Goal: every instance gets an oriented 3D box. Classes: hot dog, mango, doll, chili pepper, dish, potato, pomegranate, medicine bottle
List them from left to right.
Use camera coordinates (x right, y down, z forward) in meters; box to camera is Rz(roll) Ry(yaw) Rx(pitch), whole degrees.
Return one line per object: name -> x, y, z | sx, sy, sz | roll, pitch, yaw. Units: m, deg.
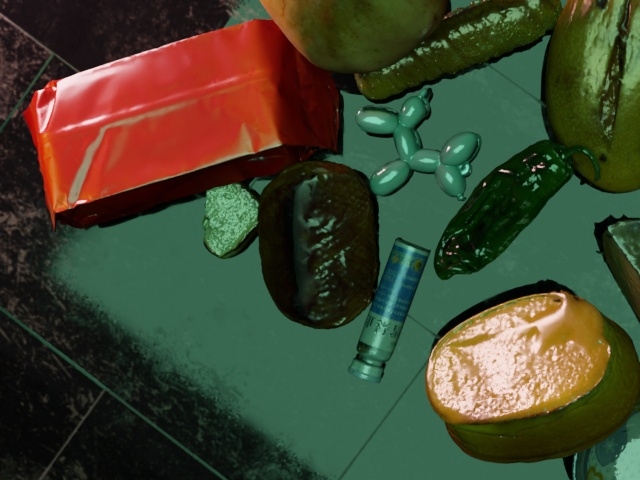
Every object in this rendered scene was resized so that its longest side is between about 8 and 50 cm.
hot dog -> -0.002, 0.001, 1.627 | 0.161, 0.099, 0.226 | 0, 109, -4
pomegranate -> 0.028, -0.332, 1.510 | 0.229, 0.270, 0.252 | -32, 81, 20
medicine bottle -> 0.091, 0.094, 1.653 | 0.051, 0.051, 0.191 | 21, 93, 6
doll -> 0.133, -0.118, 1.640 | 0.159, 0.059, 0.159 | -19, 88, 7
hot dog -> 0.180, -0.263, 1.627 | 0.289, 0.068, 0.083 | -22, 91, 5
chili pepper -> 0.240, -0.044, 1.600 | 0.257, 0.074, 0.100 | -49, 54, 28
mango -> 0.376, -0.210, 1.579 | 0.177, 0.120, 0.294 | 7, 93, 6
dish -> 0.436, 0.294, 1.599 | 0.228, 0.086, 0.236 | -4, 87, 7
potato -> 0.470, 0.065, 1.588 | 0.138, 0.098, 0.243 | -27, 78, -5

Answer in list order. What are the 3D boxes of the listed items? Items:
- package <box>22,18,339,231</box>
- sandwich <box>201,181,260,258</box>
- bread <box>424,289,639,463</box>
package -> -0.187, -0.154, 1.631 | 0.424, 0.123, 0.196 | -15, 77, 5
sandwich -> -0.126, -0.031, 1.682 | 0.093, 0.036, 0.105 | 39, 93, 5
bread -> 0.264, 0.175, 1.558 | 0.270, 0.142, 0.195 | -18, 52, 23
